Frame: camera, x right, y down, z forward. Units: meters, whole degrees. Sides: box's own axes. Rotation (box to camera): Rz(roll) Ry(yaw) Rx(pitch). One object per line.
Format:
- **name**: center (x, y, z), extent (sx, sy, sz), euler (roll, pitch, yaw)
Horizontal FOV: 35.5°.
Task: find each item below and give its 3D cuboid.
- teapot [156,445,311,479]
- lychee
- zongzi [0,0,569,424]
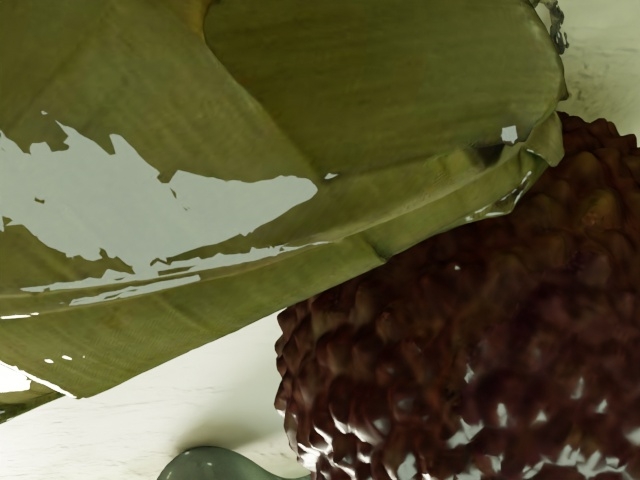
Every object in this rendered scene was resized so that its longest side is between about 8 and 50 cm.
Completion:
- **teapot**: center (-0.040, 0.280, 0.995), extent (0.250, 0.183, 0.183), euler (-7, 148, -36)
- **lychee**: center (0.127, 0.075, 0.624), extent (0.306, 0.330, 0.306), euler (22, 162, 8)
- **zongzi**: center (-0.044, -0.101, 0.407), extent (0.447, 0.181, 0.418), euler (-23, 147, 5)
